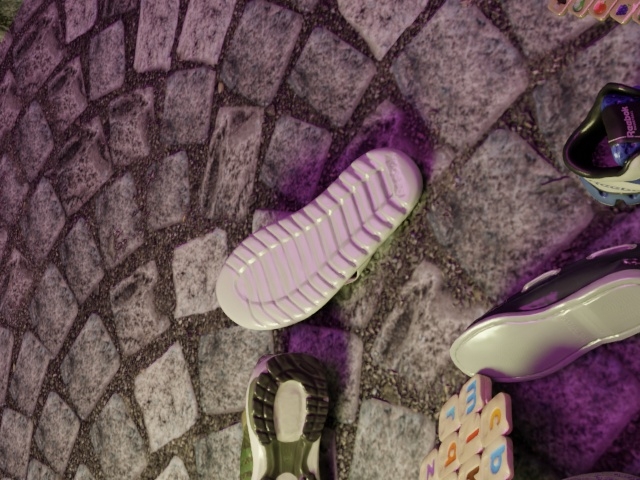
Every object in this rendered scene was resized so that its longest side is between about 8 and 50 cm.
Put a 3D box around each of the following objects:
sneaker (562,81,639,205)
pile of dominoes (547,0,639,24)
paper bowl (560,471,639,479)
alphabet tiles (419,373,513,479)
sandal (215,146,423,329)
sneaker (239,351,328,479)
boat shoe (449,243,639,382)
[{"bbox_3d":[0.412,-0.118,0.854,0.315,0.182,0.128,-16,75,40],"label":"sneaker"},{"bbox_3d":[0.422,-0.377,0.976,0.251,0.040,0.196,26,101,42],"label":"pile of dominoes"},{"bbox_3d":[0.342,0.411,0.866,0.284,0.148,0.284,-8,78,42],"label":"paper bowl"},{"bbox_3d":[0.186,0.324,0.988,0.278,0.021,0.284,115,167,-51],"label":"alphabet tiles"},{"bbox_3d":[0.008,0.013,1.264,0.416,0.102,0.169,-36,76,19],"label":"sandal"},{"bbox_3d":[-0.078,0.376,1.292,0.182,0.158,0.411,-163,81,-73],"label":"sneaker"},{"bbox_3d":[0.305,0.098,0.986,0.302,0.091,0.114,-25,112,36],"label":"boat shoe"}]
